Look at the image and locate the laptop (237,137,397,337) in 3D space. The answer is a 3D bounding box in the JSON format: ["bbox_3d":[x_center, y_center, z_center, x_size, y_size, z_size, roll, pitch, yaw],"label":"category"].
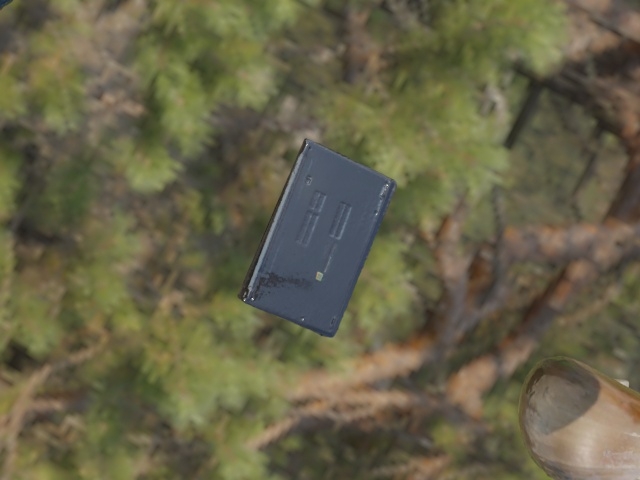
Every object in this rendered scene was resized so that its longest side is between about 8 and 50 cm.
[{"bbox_3d":[0.000,0.000,2.005,0.016,0.135,0.197,18,-95,61],"label":"laptop"}]

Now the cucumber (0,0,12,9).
[{"bbox_3d":[-0.397,-0.240,1.912,0.214,0.052,0.058,-38,114,-25],"label":"cucumber"}]

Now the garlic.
[{"bbox_3d":[0.249,0.156,1.674,0.128,0.148,0.266,-47,-162,9],"label":"garlic"}]
